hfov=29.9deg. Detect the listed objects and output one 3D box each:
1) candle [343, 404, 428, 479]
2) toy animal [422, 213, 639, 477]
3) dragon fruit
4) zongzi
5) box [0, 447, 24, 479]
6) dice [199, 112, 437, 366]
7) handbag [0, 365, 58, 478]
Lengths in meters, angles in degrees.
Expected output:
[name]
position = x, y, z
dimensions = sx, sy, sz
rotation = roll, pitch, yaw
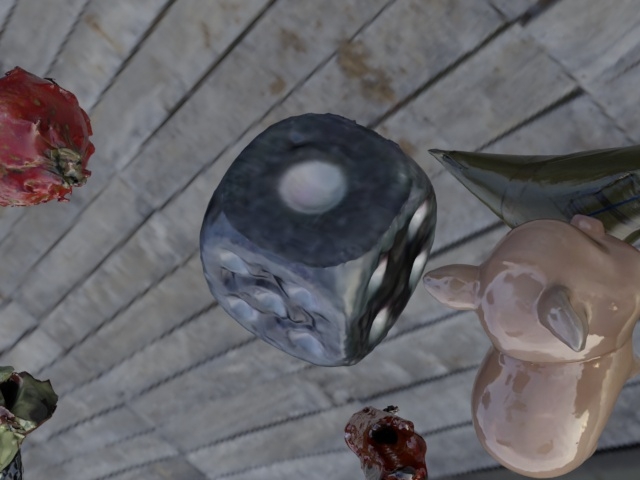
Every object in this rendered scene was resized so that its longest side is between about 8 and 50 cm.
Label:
[candle]
position = 0.058, 0.199, 1.140
dimensions = 0.059, 0.084, 0.301
rotation = 23, 177, -4
[toy animal]
position = 0.278, 0.126, 1.465
dimensions = 0.269, 0.326, 0.237
rotation = 21, 180, -45
[dragon fruit]
position = -0.288, -0.104, 1.257
dimensions = 0.110, 0.153, 0.153
rotation = 11, 141, 42
[zongzi]
position = 0.316, -0.096, 1.603
dimensions = 0.289, 0.123, 0.260
rotation = 43, 140, 1
[box]
position = -0.356, 0.342, 1.058
dimensions = 0.084, 0.198, 0.310
rotation = 144, 122, -75
[dice]
position = 0.000, 0.000, 1.174
dimensions = 0.181, 0.182, 0.183
rotation = 27, 149, 21
[handbag]
position = -0.327, 0.164, 0.857
dimensions = 0.127, 0.235, 0.213
rotation = 53, -170, 17
